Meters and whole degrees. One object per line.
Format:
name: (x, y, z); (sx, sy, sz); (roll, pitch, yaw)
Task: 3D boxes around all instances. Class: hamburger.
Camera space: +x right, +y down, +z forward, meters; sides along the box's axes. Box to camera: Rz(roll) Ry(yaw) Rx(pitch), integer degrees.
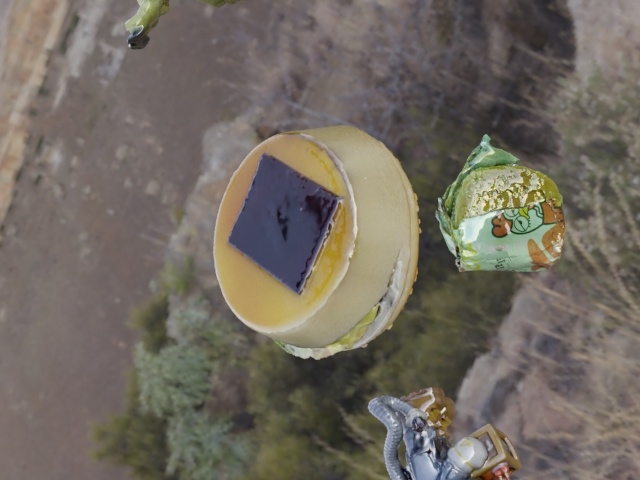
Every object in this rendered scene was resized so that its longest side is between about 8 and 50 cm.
hamburger: (0.000, 0.000, 1.505); (0.300, 0.176, 0.300); (-12, 74, 46)
hamburger: (0.300, -0.060, 1.985); (0.125, 0.214, 0.235); (-178, 93, -75)

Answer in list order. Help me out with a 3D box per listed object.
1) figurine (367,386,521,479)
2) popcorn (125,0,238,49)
figurine: (0.222, 0.401, 1.756); (0.186, 0.261, 0.381); (-31, 54, 23)
popcorn: (-0.201, -0.477, 1.906); (0.293, 0.293, 0.237); (-41, 73, 52)
